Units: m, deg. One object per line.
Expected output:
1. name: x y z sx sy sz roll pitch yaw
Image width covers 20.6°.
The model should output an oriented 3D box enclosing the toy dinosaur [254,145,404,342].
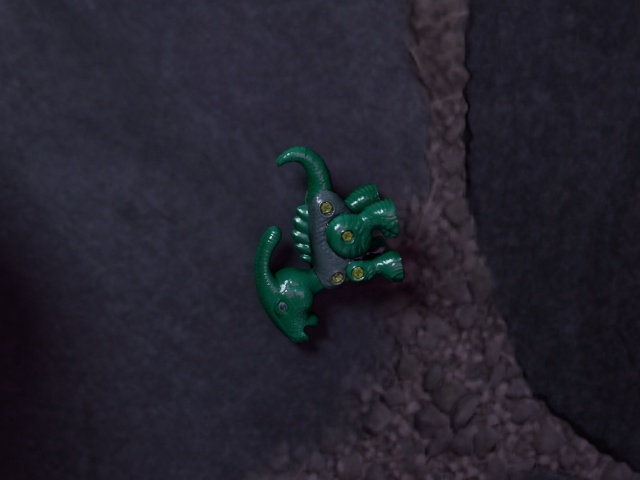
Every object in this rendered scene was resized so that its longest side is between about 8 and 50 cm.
1. toy dinosaur: 0.000 0.000 1.152 0.096 0.059 0.132 -16 111 -12
